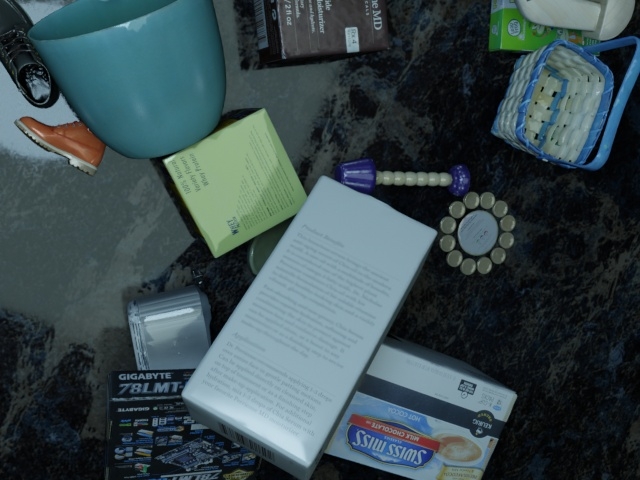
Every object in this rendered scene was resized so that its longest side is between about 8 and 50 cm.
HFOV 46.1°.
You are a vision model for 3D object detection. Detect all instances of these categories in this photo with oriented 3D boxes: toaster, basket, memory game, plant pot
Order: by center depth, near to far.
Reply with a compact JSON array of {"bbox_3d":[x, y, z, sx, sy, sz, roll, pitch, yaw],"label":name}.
[{"bbox_3d":[-0.287,-0.278,1.237,0.293,0.293,0.235,-26,123,-13],"label":"plant pot"},{"bbox_3d":[-0.271,0.178,1.387,0.147,0.129,0.226,-10,104,-14],"label":"toaster"},{"bbox_3d":[0.493,-0.272,1.484,0.201,0.289,0.254,21,93,-20],"label":"basket"},{"bbox_3d":[0.338,-0.015,1.621,0.186,0.012,0.186,-3,100,-17],"label":"memory game"}]

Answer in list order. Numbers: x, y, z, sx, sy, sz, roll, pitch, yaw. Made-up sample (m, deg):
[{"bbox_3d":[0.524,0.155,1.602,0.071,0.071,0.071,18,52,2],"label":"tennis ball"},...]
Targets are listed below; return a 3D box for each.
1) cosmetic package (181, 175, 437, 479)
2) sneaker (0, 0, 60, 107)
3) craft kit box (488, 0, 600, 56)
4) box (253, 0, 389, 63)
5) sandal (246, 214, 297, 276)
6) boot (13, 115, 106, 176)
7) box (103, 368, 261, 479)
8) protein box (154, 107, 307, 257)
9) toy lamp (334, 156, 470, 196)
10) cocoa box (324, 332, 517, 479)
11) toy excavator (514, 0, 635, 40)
[{"bbox_3d":[-0.010,0.140,1.263,0.230,0.161,0.453,28,66,11],"label":"cosmetic package"},{"bbox_3d":[-0.499,-0.324,1.236,0.083,0.118,0.222,-32,107,-11],"label":"sneaker"},{"bbox_3d":[0.476,-0.515,1.568,0.247,0.061,0.249,-1,99,-15],"label":"craft kit box"},{"bbox_3d":[-0.005,-0.414,1.361,0.203,0.167,0.168,-10,101,-17],"label":"box"},{"bbox_3d":[0.001,-0.002,1.471,0.303,0.086,0.120,-13,102,-16],"label":"sandal"},{"bbox_3d":[-0.448,-0.186,1.311,0.158,0.059,0.084,30,85,-29],"label":"boot"},{"bbox_3d":[-0.245,0.355,1.385,0.296,0.073,0.293,0,131,-17],"label":"box"},{"bbox_3d":[-0.162,-0.110,1.373,0.201,0.136,0.199,-30,107,-12],"label":"protein box"},{"bbox_3d":[0.163,-0.126,1.513,0.275,0.080,0.080,0,98,-21],"label":"toy lamp"},{"bbox_3d":[0.159,0.324,1.497,0.347,0.231,0.227,22,91,-20],"label":"cocoa box"},{"bbox_3d":[0.345,-0.545,1.418,0.433,0.222,0.445,-21,114,-2],"label":"toy excavator"}]
